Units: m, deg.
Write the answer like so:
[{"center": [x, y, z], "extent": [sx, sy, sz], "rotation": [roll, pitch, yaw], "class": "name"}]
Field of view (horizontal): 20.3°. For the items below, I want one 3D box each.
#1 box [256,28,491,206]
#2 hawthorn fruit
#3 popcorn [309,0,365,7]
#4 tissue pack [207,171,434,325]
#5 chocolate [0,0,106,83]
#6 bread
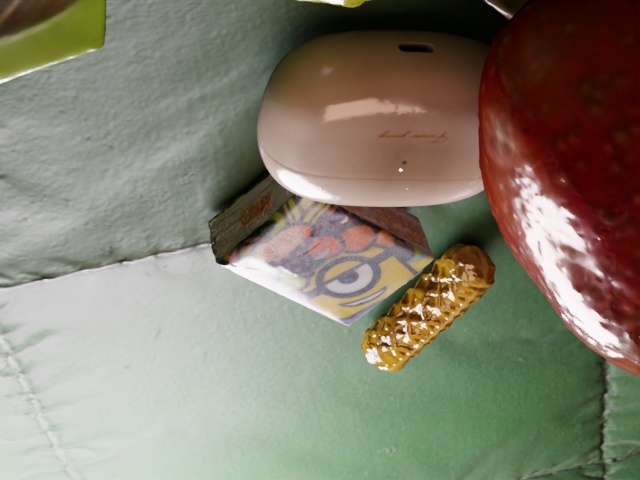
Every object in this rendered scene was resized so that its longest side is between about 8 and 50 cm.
[{"center": [0.053, -0.089, 1.321], "extent": [0.200, 0.088, 0.146], "rotation": [1, 137, -16], "class": "box"}, {"center": [0.217, -0.079, 1.206], "extent": [0.369, 0.284, 0.284], "rotation": [38, 126, -4], "class": "hawthorn fruit"}, {"center": [0.004, -0.253, 1.030], "extent": [0.212, 0.259, 0.259], "rotation": [-10, 148, 38], "class": "popcorn"}, {"center": [0.000, 0.000, 1.435], "extent": [0.148, 0.060, 0.109], "rotation": [27, 125, -37], "class": "tissue pack"}, {"center": [-0.255, -0.198, 0.997], "extent": [0.289, 0.137, 0.301], "rotation": [-24, 147, -24], "class": "chocolate"}, {"center": [0.092, 0.059, 1.542], "extent": [0.052, 0.044, 0.157], "rotation": [21, 130, -31], "class": "bread"}]
